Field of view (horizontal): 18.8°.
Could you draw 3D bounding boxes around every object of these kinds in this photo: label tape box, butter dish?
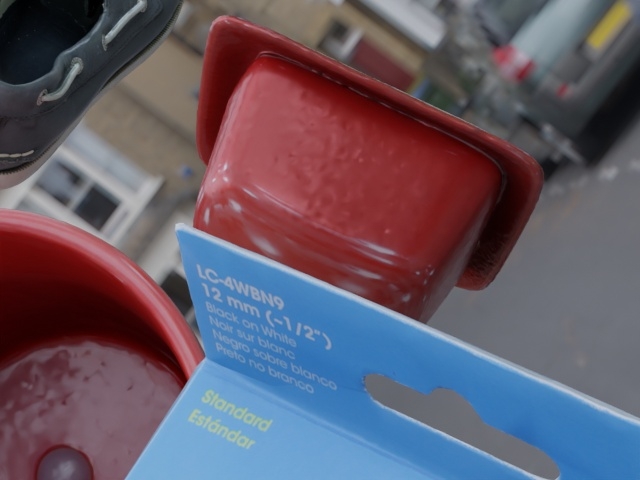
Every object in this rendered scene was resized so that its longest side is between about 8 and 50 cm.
[{"bbox_3d":[0.026,0.194,0.707,0.115,0.249,0.348,-40,-42,-36],"label":"label tape box"},{"bbox_3d":[0.000,0.000,0.857,0.160,0.160,0.118,108,-172,-66],"label":"butter dish"}]

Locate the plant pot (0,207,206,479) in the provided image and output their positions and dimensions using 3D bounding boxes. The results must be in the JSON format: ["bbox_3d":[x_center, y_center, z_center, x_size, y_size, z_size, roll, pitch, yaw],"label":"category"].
[{"bbox_3d":[-0.165,0.132,1.084,0.275,0.275,0.243,-53,-10,-1],"label":"plant pot"}]

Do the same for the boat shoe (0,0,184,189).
[{"bbox_3d":[-0.160,-0.170,1.303,0.319,0.116,0.099,-61,0,-39],"label":"boat shoe"}]
